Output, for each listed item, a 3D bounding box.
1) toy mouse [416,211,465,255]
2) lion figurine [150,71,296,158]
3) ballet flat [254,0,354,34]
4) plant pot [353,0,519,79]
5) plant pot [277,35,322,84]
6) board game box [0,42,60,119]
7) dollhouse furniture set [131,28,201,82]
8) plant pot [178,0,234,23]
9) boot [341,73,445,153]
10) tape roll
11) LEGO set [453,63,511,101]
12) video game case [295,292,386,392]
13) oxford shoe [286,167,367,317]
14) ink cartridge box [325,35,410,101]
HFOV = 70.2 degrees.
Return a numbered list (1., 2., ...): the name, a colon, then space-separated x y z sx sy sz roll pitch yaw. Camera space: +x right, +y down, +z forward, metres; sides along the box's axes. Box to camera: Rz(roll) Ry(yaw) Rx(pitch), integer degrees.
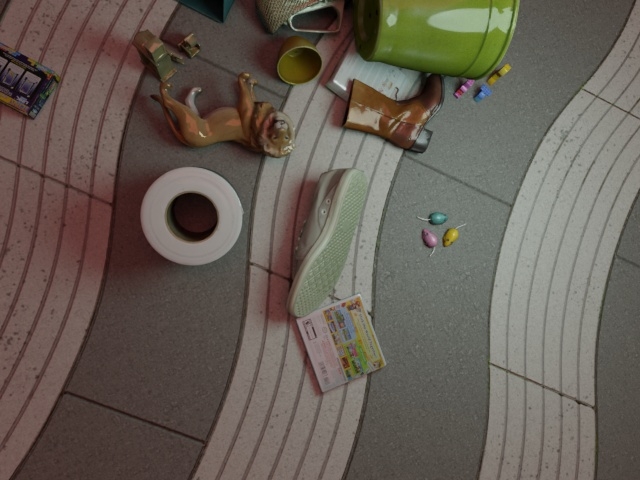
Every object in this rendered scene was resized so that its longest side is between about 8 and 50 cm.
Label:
1. toy mouse: 0.360 -0.035 1.408 0.143 0.031 0.161 38 79 -5
2. lion figurine: -0.272 -0.332 1.288 0.393 0.142 0.240 -8 93 3
3. ballet flat: 0.047 -0.732 1.377 0.483 0.164 0.181 -20 110 -6
4. plant pot: 0.289 -0.637 1.283 0.353 0.366 0.366 -7 86 -11
5. plant pot: -0.069 -0.544 1.343 0.134 0.134 0.095 -8 62 -11
6. board game box: -0.821 -0.430 1.226 0.170 0.048 0.141 29 82 -7
7. dollhouse furniture set: -0.421 -0.552 1.241 0.101 0.182 0.161 44 79 -3
8. plant pot: -0.302 -0.798 1.304 0.166 0.165 0.234 24 73 -7
9. boot: 0.221 -0.427 1.393 0.281 0.096 0.264 18 94 -12
10. tape roll: -0.328 -0.070 1.189 0.246 0.169 0.246 -2 100 -10
11. LEGO set: 0.544 -0.534 1.460 0.087 0.093 0.227 41 79 -4
12. video game case: 0.059 0.294 1.324 0.207 0.026 0.226 -20 87 -11
13. oxford shoe: 0.000 0.000 1.299 0.130 0.169 0.449 19 88 34
14. ink cartridge box: 0.151 -0.495 1.418 0.225 0.056 0.180 32 79 -25
